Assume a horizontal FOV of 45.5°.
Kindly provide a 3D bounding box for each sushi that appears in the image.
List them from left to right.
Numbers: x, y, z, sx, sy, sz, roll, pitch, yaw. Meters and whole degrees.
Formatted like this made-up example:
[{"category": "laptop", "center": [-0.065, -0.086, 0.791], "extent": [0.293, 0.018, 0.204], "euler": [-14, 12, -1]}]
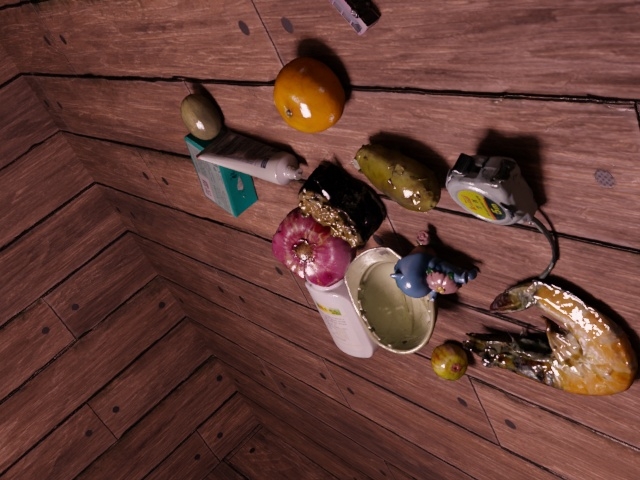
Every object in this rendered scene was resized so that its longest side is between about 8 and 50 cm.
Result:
[{"category": "sushi", "center": [0.040, -0.084, 1.749], "extent": [0.212, 0.115, 0.147], "euler": [37, 155, 27]}]

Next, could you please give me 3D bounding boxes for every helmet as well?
[{"category": "helmet", "center": [0.190, 0.131, 1.799], "extent": [0.204, 0.137, 0.257], "euler": [-32, 81, 31]}]

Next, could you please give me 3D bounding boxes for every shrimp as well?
[{"category": "shrimp", "center": [0.428, 0.196, 1.544], "extent": [0.272, 0.085, 0.445], "euler": [57, 153, -14]}]

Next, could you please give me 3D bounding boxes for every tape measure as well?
[{"category": "tape measure", "center": [0.338, -0.046, 1.371], "extent": [0.164, 0.084, 0.330], "euler": [27, 167, 42]}]

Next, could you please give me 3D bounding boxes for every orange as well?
[{"category": "orange", "center": [-0.025, -0.289, 1.531], "extent": [0.156, 0.124, 0.156], "euler": [41, 159, 19]}]

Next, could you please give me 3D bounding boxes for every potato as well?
[{"category": "potato", "center": [0.150, -0.130, 1.513], "extent": [0.225, 0.090, 0.117], "euler": [37, 162, 41]}]

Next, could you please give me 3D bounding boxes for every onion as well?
[{"category": "onion", "center": [-0.006, 0.001, 1.890], "extent": [0.207, 0.201, 0.200], "euler": [50, 162, 36]}]

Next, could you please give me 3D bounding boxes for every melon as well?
[{"category": "melon", "center": [-0.316, -0.328, 2.020], "extent": [0.098, 0.098, 0.130], "euler": [2, 127, 60]}]

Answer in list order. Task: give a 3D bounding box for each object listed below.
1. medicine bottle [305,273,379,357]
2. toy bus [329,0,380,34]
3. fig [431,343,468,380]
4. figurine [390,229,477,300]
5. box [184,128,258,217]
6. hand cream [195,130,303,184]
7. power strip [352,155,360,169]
[{"category": "medicine bottle", "center": [0.059, 0.170, 2.107], "extent": [0.179, 0.124, 0.324], "euler": [19, 145, 47]}, {"category": "toy bus", "center": [0.044, -0.415, 1.319], "extent": [0.130, 0.037, 0.052], "euler": [49, 159, 1]}, {"category": "fig", "center": [0.300, 0.300, 1.924], "extent": [0.166, 0.093, 0.093], "euler": [7, 134, 59]}, {"category": "figurine", "center": [0.245, 0.055, 1.637], "extent": [0.178, 0.144, 0.114], "euler": [2, 170, 35]}, {"category": "box", "center": [-0.278, -0.200, 2.161], "extent": [0.153, 0.092, 0.245], "euler": [35, 153, 31]}, {"category": "hand cream", "center": [-0.173, -0.208, 1.945], "extent": [0.341, 0.124, 0.077], "euler": [22, 147, 40]}, {"category": "power strip", "center": [0.102, -0.157, 1.647], "extent": [0.083, 0.017, 0.027], "euler": [33, 153, 33]}]
